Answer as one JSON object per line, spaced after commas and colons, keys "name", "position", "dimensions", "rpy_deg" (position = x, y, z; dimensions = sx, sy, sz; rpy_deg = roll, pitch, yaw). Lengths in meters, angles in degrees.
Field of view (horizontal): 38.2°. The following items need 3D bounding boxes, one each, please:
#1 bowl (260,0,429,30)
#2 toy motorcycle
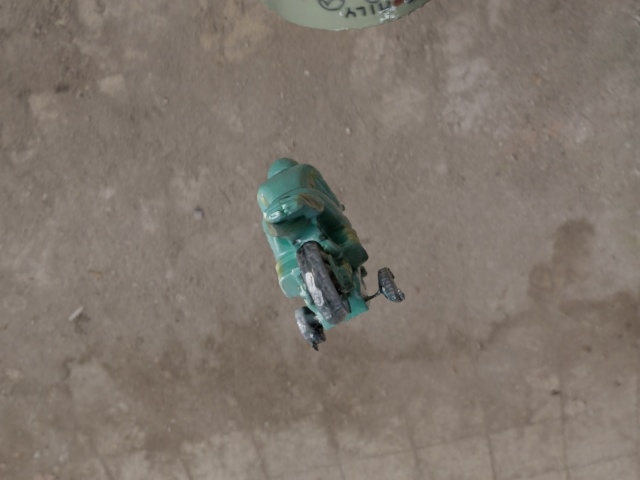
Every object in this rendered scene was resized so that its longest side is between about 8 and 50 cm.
{"name": "bowl", "position": [0.022, -0.286, 0.754], "dimensions": [0.211, 0.212, 0.112], "rpy_deg": [-16, 153, 6]}
{"name": "toy motorcycle", "position": [0.000, 0.000, 0.970], "dimensions": [0.109, 0.296, 0.198], "rpy_deg": [-26, 91, 5]}
